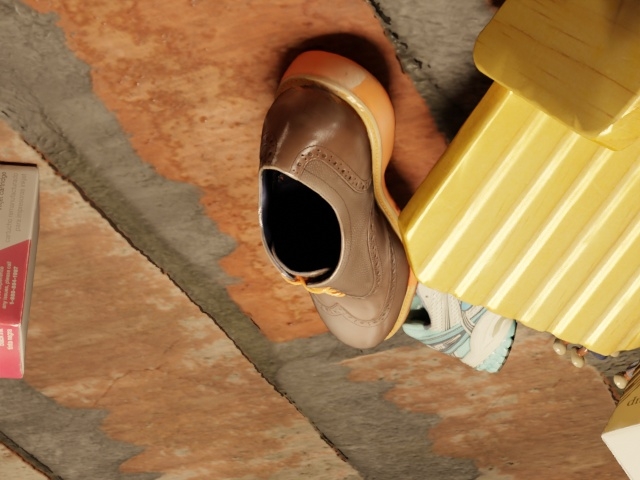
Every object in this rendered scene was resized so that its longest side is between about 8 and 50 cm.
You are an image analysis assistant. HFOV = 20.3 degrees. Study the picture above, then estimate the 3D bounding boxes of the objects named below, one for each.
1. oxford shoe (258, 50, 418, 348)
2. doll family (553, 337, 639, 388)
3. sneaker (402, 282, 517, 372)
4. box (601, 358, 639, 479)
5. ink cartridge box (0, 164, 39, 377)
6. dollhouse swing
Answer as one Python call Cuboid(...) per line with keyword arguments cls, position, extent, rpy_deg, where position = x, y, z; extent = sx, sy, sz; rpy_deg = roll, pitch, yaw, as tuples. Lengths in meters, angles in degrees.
Cuboid(cls="oxford shoe", position=(0.000, 0.000, 1.561), extent=(0.130, 0.133, 0.364), rpy_deg=(16, 147, 23))
Cuboid(cls="doll family", position=(0.294, 0.077, 1.759), extent=(0.193, 0.076, 0.111), rpy_deg=(23, 144, -26))
Cuboid(cls="sneaker", position=(0.137, 0.023, 1.651), extent=(0.122, 0.110, 0.283), rpy_deg=(14, 140, 3))
Cuboid(cls="box", position=(0.360, 0.109, 1.604), extent=(0.113, 0.275, 0.094), rpy_deg=(-22, 112, 41))
Cuboid(cls="ink cartridge box", position=(-0.375, 0.021, 1.583), extent=(0.237, 0.172, 0.100), rpy_deg=(4, 145, -5))
Cuboid(cls="dollhouse swing", position=(0.282, -0.015, 1.403), extent=(0.346, 0.315, 0.305), rpy_deg=(22, 102, -29))
